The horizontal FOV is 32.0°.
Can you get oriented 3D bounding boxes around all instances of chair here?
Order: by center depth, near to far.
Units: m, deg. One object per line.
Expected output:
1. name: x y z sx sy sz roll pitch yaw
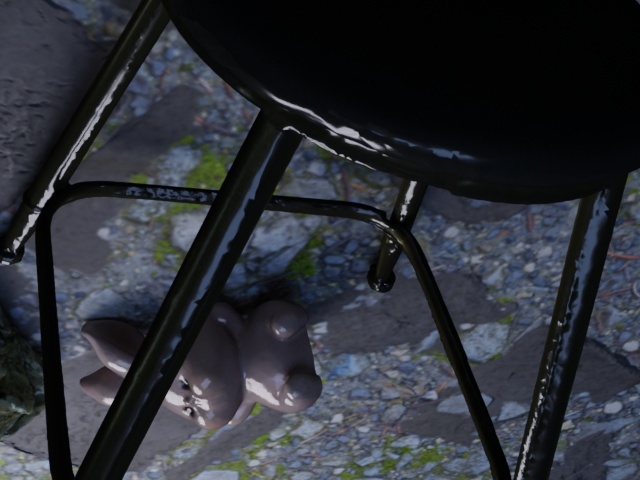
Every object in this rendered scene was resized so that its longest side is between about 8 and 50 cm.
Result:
1. chair: 0.000 0.000 0.723 0.364 0.362 0.410 5 133 -22

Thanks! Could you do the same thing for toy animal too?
1. toy animal: -0.111 0.123 1.009 0.212 0.124 0.124 -11 140 -10

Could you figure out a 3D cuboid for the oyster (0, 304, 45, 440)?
1. oyster: -0.359 0.109 0.940 0.198 0.112 0.268 -39 130 -3
